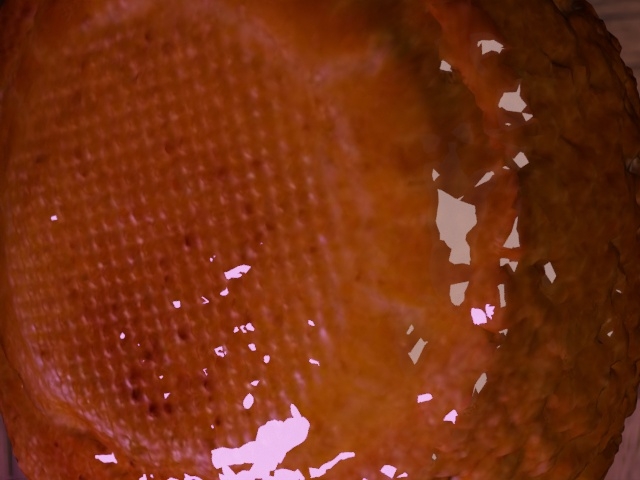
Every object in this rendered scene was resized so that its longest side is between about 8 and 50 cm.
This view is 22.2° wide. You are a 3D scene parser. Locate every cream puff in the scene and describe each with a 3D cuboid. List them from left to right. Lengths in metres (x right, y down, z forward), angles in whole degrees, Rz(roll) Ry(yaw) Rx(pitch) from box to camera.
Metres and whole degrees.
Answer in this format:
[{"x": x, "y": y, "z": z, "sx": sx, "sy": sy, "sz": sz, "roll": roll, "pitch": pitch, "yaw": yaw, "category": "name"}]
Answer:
[{"x": 0.000, "y": 0.000, "z": 0.646, "sx": 0.212, "sy": 0.303, "sz": 0.303, "roll": -12, "pitch": 124, "yaw": -59, "category": "cream puff"}]
